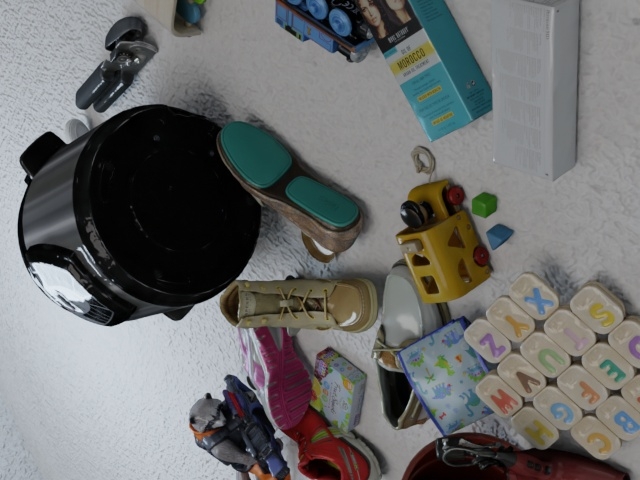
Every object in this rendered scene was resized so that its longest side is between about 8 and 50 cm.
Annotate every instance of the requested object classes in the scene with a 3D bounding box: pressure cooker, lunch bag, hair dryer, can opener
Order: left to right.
[{"bbox_3d":[-0.399,-0.340,2.173,0.283,0.076,0.095,-28,60,55],"label":"can opener"},{"bbox_3d":[-0.349,-0.031,2.073,0.420,0.375,0.370,-15,78,54],"label":"pressure cooker"},{"bbox_3d":[0.210,0.206,1.753,0.129,0.096,0.151,-32,98,21],"label":"lunch bag"},{"bbox_3d":[0.316,0.352,1.681,0.223,0.293,0.080,109,168,-85],"label":"hair dryer"}]

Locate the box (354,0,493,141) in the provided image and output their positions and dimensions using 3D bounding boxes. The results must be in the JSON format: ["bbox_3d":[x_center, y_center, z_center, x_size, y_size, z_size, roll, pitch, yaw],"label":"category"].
[{"bbox_3d":[0.142,-0.267,1.557,0.100,0.060,0.244,-25,95,54],"label":"box"}]

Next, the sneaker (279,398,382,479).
[{"bbox_3d":[-0.009,0.399,2.173,0.279,0.118,0.107,29,135,39],"label":"sneaker"}]

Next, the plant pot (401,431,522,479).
[{"bbox_3d":[0.224,0.491,1.863,0.272,0.272,0.265,48,152,15],"label":"plant pot"}]

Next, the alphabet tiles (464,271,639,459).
[{"bbox_3d":[0.348,0.183,1.599,0.278,0.021,0.284,42,129,4],"label":"alphabet tiles"}]

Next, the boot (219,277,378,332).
[{"bbox_3d":[-0.039,0.107,1.902,0.262,0.203,0.095,-1,87,61],"label":"boot"}]

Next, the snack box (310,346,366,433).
[{"bbox_3d":[0.032,0.282,2.110,0.100,0.037,0.141,34,138,29],"label":"snack box"}]

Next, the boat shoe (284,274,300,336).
[{"bbox_3d":[-0.053,0.121,2.090,0.038,0.046,0.125,31,133,34],"label":"boat shoe"}]

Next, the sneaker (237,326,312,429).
[{"bbox_3d":[-0.096,0.242,2.183,0.111,0.103,0.252,-11,91,59],"label":"sneaker"}]

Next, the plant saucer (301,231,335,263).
[{"bbox_3d":[0.000,0.000,1.963,0.083,0.015,0.083,30,136,34],"label":"plant saucer"}]

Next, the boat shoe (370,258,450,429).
[{"bbox_3d":[0.144,0.180,1.843,0.113,0.103,0.302,17,127,43],"label":"boat shoe"}]

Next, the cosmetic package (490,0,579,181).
[{"bbox_3d":[0.276,-0.203,1.441,0.099,0.060,0.239,26,133,41],"label":"cosmetic package"}]

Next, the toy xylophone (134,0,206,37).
[{"bbox_3d":[-0.261,-0.497,1.860,0.236,0.081,0.322,48,143,16],"label":"toy xylophone"}]

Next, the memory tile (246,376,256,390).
[{"bbox_3d":[-0.097,0.296,2.299,0.148,0.012,0.113,35,138,29],"label":"memory tile"}]

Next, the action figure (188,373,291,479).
[{"bbox_3d":[-0.147,0.440,2.246,0.330,0.178,0.341,52,180,-25],"label":"action figure"}]

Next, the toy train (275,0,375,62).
[{"bbox_3d":[0.011,-0.333,1.659,0.184,0.080,0.105,37,148,24],"label":"toy train"}]

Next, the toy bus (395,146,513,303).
[{"bbox_3d":[0.167,-0.004,1.681,0.202,0.104,0.191,38,139,27],"label":"toy bus"}]

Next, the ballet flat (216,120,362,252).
[{"bbox_3d":[-0.060,-0.081,1.909,0.316,0.107,0.106,41,154,25],"label":"ballet flat"}]

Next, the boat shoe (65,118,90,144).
[{"bbox_3d":[-0.477,-0.175,2.377,0.063,0.066,0.184,-11,104,38],"label":"boat shoe"}]
